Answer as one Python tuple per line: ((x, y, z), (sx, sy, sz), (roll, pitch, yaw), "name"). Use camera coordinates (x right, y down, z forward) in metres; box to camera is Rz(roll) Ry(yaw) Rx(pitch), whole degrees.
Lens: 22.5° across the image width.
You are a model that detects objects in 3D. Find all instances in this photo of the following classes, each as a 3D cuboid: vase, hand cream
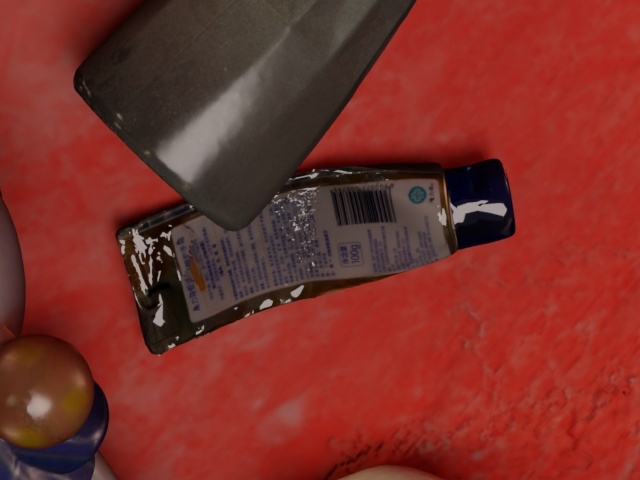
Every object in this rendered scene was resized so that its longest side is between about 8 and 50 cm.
((0.010, -0.107, 0.594), (0.214, 0.086, 0.086), (-47, 119, 2), "vase")
((0.000, 0.000, 0.667), (0.163, 0.039, 0.062), (-13, 120, -5), "hand cream")

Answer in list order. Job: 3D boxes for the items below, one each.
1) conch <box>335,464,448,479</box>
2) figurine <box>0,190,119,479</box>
((0.059, 0.211, 0.730), (0.158, 0.127, 0.255), (-43, 120, 4), "conch")
((-0.140, 0.053, 0.592), (0.194, 0.133, 0.274), (-21, 127, 43), "figurine")
